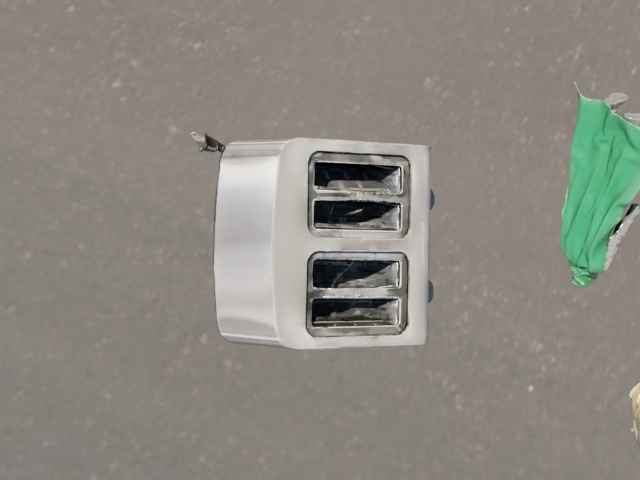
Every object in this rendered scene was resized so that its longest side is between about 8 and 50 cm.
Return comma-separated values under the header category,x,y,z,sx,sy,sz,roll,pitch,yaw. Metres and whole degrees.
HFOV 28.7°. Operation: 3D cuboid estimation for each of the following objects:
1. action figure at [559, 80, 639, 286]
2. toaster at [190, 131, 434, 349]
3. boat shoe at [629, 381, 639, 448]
category,x,y,z,sx,sy,sz,roll,pitch,yaw
action figure,0.310,-0.045,1.380,0.137,0.063,0.232,51,143,46
toaster,0.000,0.000,0.991,0.110,0.186,0.168,0,88,59
boat shoe,0.414,0.203,1.501,0.109,0.302,0.098,-39,66,7
